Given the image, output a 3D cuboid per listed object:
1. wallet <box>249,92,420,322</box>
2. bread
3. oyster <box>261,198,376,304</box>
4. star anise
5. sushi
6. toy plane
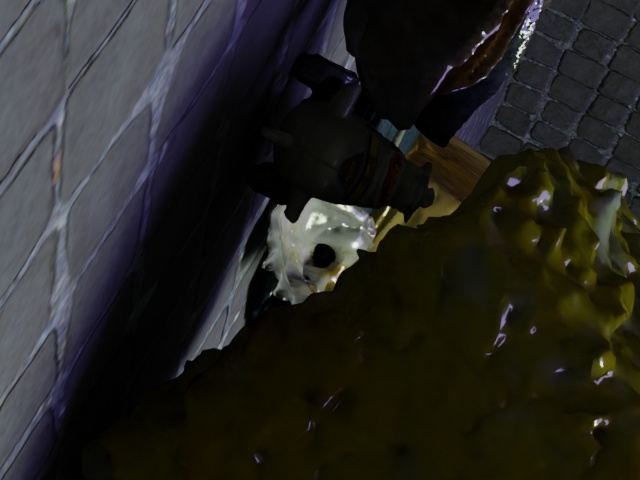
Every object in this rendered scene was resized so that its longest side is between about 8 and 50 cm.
[{"bbox_3d":[0.043,-0.077,1.444,0.379,0.046,0.190,-59,171,-22],"label":"wallet"},{"bbox_3d":[0.106,-0.023,1.668,0.119,0.152,0.288,-56,179,15],"label":"bread"},{"bbox_3d":[0.000,0.000,1.252,0.146,0.045,0.121,-26,135,-48],"label":"oyster"},{"bbox_3d":[0.094,-0.206,0.987,0.331,0.117,0.331,-57,165,-24],"label":"star anise"},{"bbox_3d":[0.051,0.131,1.000,0.396,0.240,0.351,-37,175,18],"label":"sushi"},{"bbox_3d":[0.020,-0.056,1.084,0.286,0.108,0.092,-77,-168,-83],"label":"toy plane"}]
